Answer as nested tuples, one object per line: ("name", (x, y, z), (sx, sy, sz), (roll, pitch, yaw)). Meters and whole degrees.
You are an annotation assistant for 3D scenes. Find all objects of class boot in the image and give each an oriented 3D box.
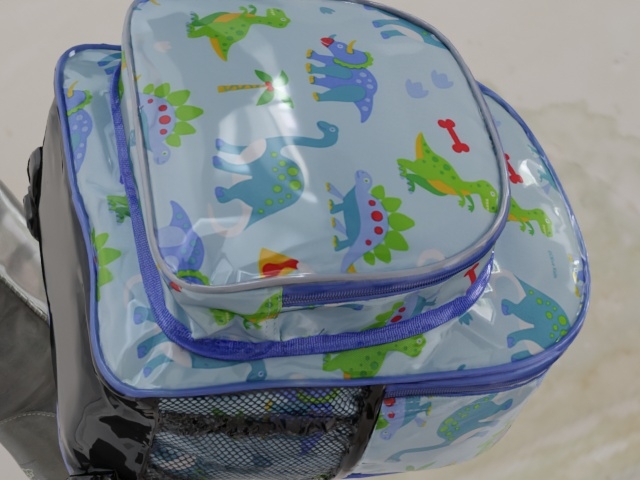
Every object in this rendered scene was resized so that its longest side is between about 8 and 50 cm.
("boot", (-0.129, 0.003, 0.743), (0.208, 0.076, 0.190), (47, -120, -17))

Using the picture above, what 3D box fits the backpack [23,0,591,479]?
("backpack", (0.000, 0.000, 0.363), (0.114, 0.105, 0.084), (1, -37, -20))
